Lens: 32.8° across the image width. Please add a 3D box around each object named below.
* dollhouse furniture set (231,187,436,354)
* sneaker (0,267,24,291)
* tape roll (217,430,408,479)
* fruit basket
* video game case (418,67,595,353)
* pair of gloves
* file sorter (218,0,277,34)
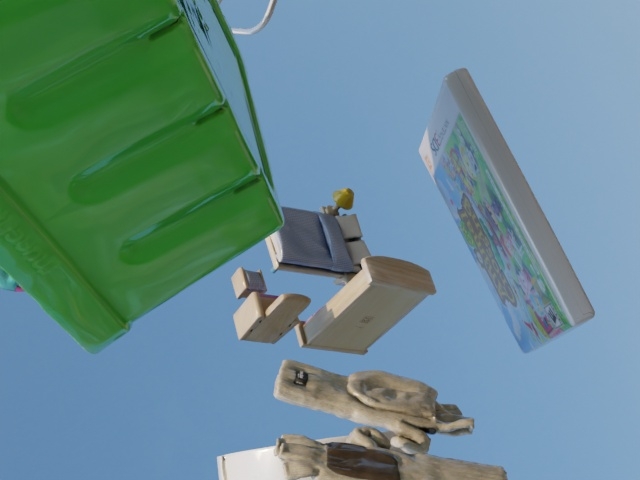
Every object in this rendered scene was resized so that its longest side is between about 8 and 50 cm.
[{"bbox_3d":[0.000,0.000,1.784,0.286,0.198,0.303,11,-133,-36],"label":"dollhouse furniture set"},{"bbox_3d":[-0.437,-0.040,1.733,0.178,0.124,0.295,30,-95,-2],"label":"sneaker"},{"bbox_3d":[0.003,0.407,2.000,0.392,0.392,0.072,7,-109,-51],"label":"tape roll"},{"bbox_3d":[-0.245,-0.103,0.701,0.392,0.392,0.282,23,-137,-45],"label":"fruit basket"},{"bbox_3d":[0.144,-0.015,0.893,0.193,0.023,0.212,92,152,-78],"label":"video game case"},{"bbox_3d":[0.056,0.185,0.997,0.240,0.204,0.042,-101,21,-72],"label":"pair of gloves"},{"bbox_3d":[-0.183,-0.351,1.184,0.278,0.193,0.173,19,-91,-42],"label":"file sorter"}]
